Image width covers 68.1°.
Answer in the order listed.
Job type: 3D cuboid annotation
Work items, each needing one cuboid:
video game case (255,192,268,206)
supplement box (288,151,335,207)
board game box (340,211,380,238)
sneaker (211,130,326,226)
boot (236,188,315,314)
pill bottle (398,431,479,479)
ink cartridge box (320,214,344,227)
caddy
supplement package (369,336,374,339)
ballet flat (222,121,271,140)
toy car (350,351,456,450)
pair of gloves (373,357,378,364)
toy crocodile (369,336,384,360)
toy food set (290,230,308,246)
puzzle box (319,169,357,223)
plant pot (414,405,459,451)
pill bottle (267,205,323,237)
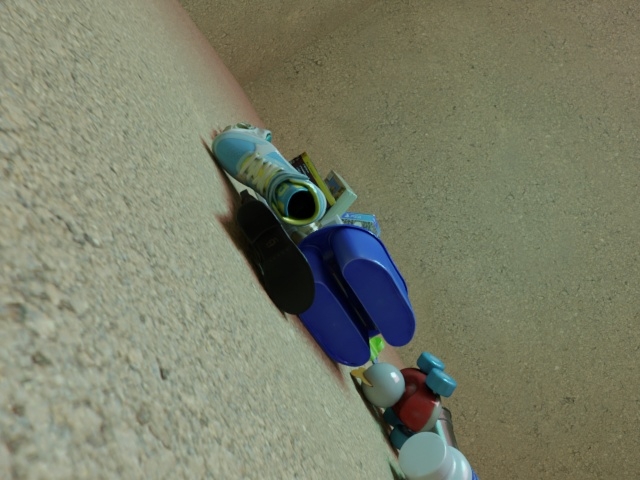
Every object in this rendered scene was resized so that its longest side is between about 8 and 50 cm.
[{"bbox_3d":[-0.158,-0.103,1.469,0.157,0.019,0.143,61,4,29],"label":"video game case"},{"bbox_3d":[-0.082,-0.172,1.633,0.191,0.194,0.129,58,4,-16],"label":"supplement box"},{"bbox_3d":[0.127,0.063,1.800,0.232,0.141,0.290,46,53,-71],"label":"board game box"},{"bbox_3d":[-0.117,-0.147,1.076,0.319,0.127,0.208,33,7,-7],"label":"sneaker"},{"bbox_3d":[-0.096,0.011,0.982,0.229,0.091,0.262,-144,-151,-80],"label":"boot"},{"bbox_3d":[0.284,0.563,1.064,0.272,0.152,0.152,58,4,-20],"label":"pill bottle"},{"bbox_3d":[0.000,0.000,1.487,0.056,0.181,0.225,64,5,11],"label":"ink cartridge box"},{"bbox_3d":[0.071,0.124,1.102,0.341,0.241,0.179,58,11,-27],"label":"caddy"},{"bbox_3d":[0.092,0.146,1.407,0.262,0.199,0.198,62,5,31],"label":"supplement package"},{"bbox_3d":[-0.227,-0.299,1.425,0.139,0.139,0.400,58,5,-14],"label":"ballet flat"},{"bbox_3d":[0.187,0.384,1.247,0.238,0.219,0.210,30,8,-5],"label":"toy car"},{"bbox_3d":[0.181,0.413,1.789,0.198,0.023,0.159,55,6,-37],"label":"pair of gloves"},{"bbox_3d":[0.146,0.311,1.673,0.115,0.105,0.340,58,9,-20],"label":"toy crocodile"},{"bbox_3d":[-0.021,0.058,1.173,0.232,0.111,0.104,55,-8,-19],"label":"toy food set"},{"bbox_3d":[0.005,-0.123,1.837,0.052,0.272,0.409,36,10,-15],"label":"puzzle box"},{"bbox_3d":[0.329,0.597,1.378,0.167,0.167,0.165,56,12,-35],"label":"plant pot"},{"bbox_3d":[-0.051,-0.008,1.281,0.229,0.131,0.131,58,4,-16],"label":"pill bottle"}]
